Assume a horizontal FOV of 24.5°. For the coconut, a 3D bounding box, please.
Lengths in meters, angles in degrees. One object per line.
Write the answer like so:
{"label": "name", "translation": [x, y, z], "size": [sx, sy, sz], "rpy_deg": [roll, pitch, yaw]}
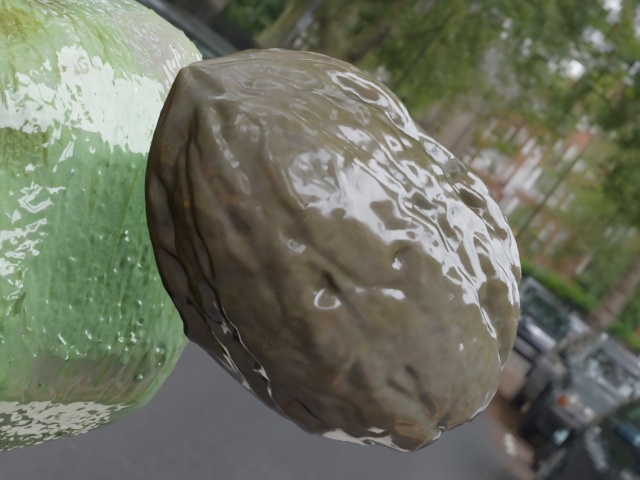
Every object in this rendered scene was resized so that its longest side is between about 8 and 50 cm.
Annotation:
{"label": "coconut", "translation": [-0.212, -0.039, 0.887], "size": [0.328, 0.328, 0.281], "rpy_deg": [37, -30, -9]}

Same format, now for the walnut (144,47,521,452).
{"label": "walnut", "translation": [0.002, -0.001, 0.754], "size": [0.230, 0.178, 0.178], "rpy_deg": [50, -2, -22]}
